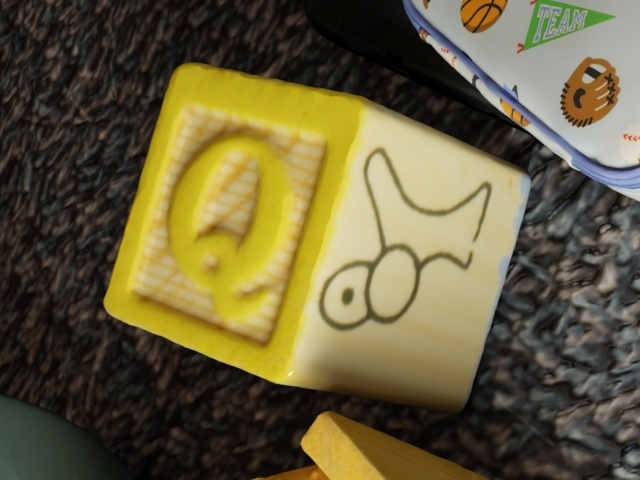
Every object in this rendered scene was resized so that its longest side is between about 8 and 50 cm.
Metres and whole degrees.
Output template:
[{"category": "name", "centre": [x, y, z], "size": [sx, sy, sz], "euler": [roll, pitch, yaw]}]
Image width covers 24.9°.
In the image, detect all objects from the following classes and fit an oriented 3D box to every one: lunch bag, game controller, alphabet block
[{"category": "lunch bag", "centre": [0.186, -0.175, 0.855], "size": [0.243, 0.115, 0.303], "euler": [-57, 44, 18]}, {"category": "game controller", "centre": [0.120, -0.186, 1.066], "size": [0.319, 0.067, 0.166], "euler": [32, 85, 40]}, {"category": "alphabet block", "centre": [0.000, 0.000, 1.015], "size": [0.193, 0.197, 0.192], "euler": [14, 87, 42]}]

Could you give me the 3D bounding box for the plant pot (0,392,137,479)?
[{"category": "plant pot", "centre": [-0.232, 0.276, 1.101], "size": [0.247, 0.252, 0.248], "euler": [-51, 52, 19]}]

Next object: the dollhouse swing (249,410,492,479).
[{"category": "dollhouse swing", "centre": [0.057, 0.357, 0.826], "size": [0.347, 0.315, 0.305], "euler": [-55, 30, 15]}]
